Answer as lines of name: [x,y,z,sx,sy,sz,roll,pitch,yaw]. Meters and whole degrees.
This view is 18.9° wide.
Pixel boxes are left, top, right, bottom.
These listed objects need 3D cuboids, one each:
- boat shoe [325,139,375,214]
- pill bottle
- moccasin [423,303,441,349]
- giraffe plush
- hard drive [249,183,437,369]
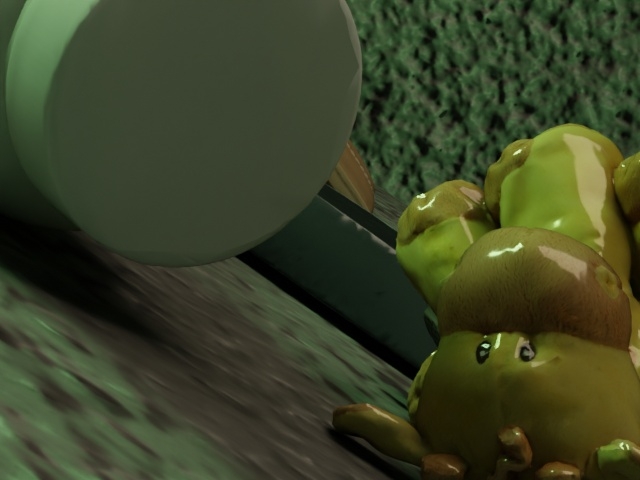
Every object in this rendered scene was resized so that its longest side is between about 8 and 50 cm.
boat shoe: [-0.053,-0.134,1.342,0.122,0.110,0.341,3,-39,46]
pill bottle: [-0.113,-0.105,0.779,0.169,0.169,0.301,29,6,-39]
moccasin: [0.220,0.104,0.968,0.380,0.147,0.139,32,5,-7]
giraffe plush: [0.092,0.054,0.783,0.170,0.181,0.210,2,65,-62]
hard drive: [0.000,0.000,1.157,0.255,0.054,0.172,35,5,23]
